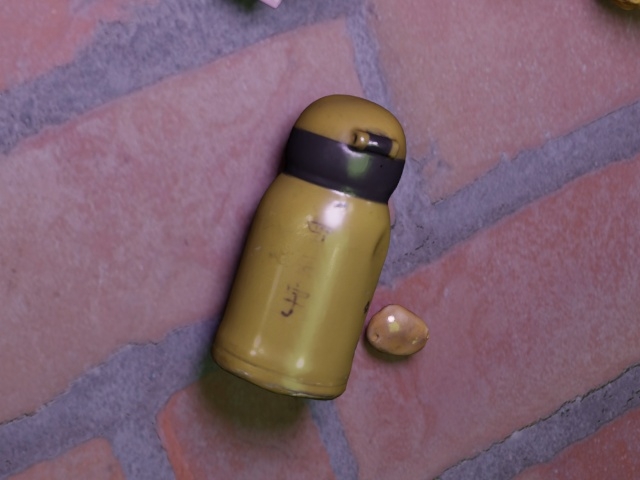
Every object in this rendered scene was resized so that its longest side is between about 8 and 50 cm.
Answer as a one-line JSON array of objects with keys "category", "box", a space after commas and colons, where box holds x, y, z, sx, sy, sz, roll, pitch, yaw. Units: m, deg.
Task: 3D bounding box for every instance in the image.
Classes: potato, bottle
[{"category": "potato", "box": [0.101, 0.118, 1.679, 0.083, 0.062, 0.068, 26, 125, -7]}, {"category": "bottle", "box": [0.000, 0.000, 1.535, 0.171, 0.171, 0.351, 15, 98, -28]}]

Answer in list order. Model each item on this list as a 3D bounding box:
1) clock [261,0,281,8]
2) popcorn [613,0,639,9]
[{"category": "clock", "box": [0.004, -0.418, 1.405, 0.080, 0.275, 0.290, 27, 56, -27]}, {"category": "popcorn", "box": [0.424, -0.400, 1.576, 0.190, 0.250, 0.250, -27, 116, -22]}]
